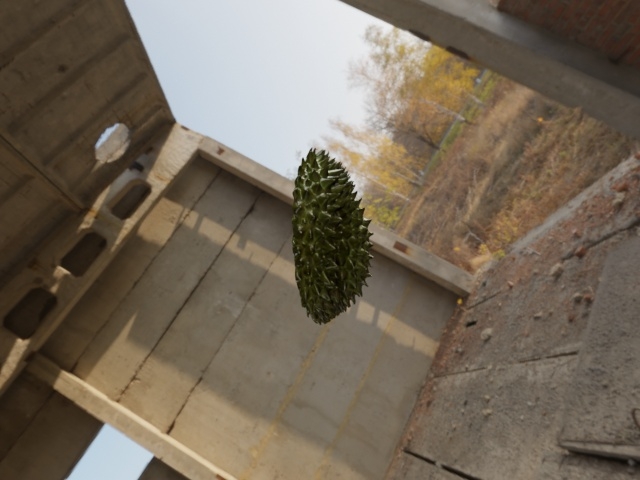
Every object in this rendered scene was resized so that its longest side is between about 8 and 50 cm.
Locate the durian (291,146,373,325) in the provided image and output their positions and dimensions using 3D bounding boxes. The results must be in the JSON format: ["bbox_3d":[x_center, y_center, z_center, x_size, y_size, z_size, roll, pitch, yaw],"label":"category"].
[{"bbox_3d":[0.003,-0.004,0.779,0.169,0.157,0.356,-169,77,-68],"label":"durian"}]
